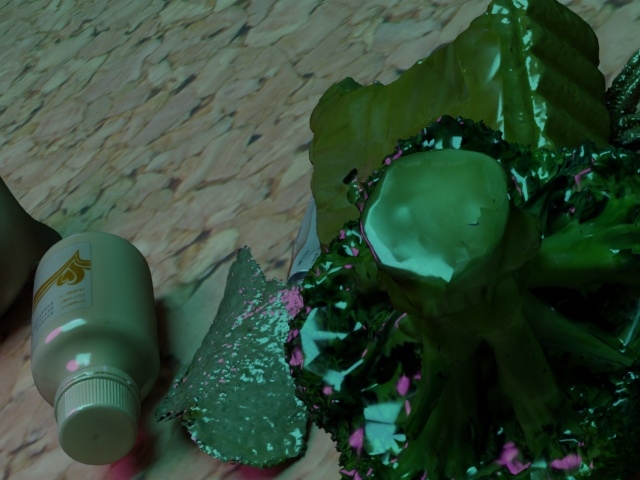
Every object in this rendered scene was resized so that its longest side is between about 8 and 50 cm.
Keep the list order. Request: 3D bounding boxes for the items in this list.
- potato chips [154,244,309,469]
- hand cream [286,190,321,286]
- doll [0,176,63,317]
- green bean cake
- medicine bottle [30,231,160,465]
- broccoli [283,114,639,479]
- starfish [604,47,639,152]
[{"bbox_3d":[-0.066,0.101,1.216,0.167,0.059,0.228,-44,31,-8],"label":"potato chips"},{"bbox_3d":[-0.002,-0.001,1.329,0.052,0.038,0.216,1,34,11],"label":"hand cream"},{"bbox_3d":[-0.472,0.057,1.546,0.370,0.215,0.226,-34,14,7],"label":"doll"},{"bbox_3d":[0.104,-0.074,1.161,0.236,0.124,0.233,-27,47,32],"label":"green bean cake"},{"bbox_3d":[-0.200,0.097,1.307,0.114,0.114,0.252,-31,31,9],"label":"medicine bottle"},{"bbox_3d":[0.109,0.035,0.919,0.297,0.297,0.297,-6,60,10],"label":"broccoli"},{"bbox_3d":[0.209,-0.072,1.193,0.213,0.057,0.238,-11,57,44],"label":"starfish"}]
